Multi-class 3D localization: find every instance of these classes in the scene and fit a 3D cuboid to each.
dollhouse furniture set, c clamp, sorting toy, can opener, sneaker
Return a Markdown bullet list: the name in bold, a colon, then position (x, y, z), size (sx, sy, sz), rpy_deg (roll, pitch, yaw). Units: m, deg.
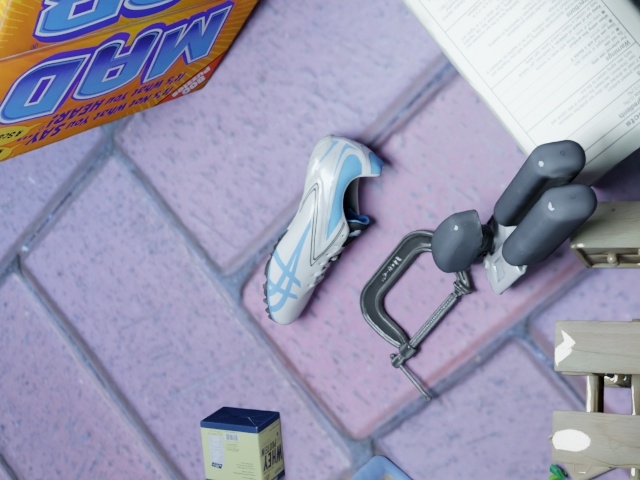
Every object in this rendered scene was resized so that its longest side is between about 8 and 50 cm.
- **dollhouse furniture set**: position (0.310, 0.092, 0.865), size (0.161, 0.212, 0.242), rpy_deg (-1, 78, 24)
- **c clamp**: position (0.112, 0.074, 1.068), size (0.137, 0.022, 0.161), rpy_deg (41, 117, 20)
- **sorting toy**: position (0.268, 0.225, 1.023), size (0.083, 0.012, 0.062), rpy_deg (-33, 90, 25)
- **can opener**: position (0.165, -0.009, 0.892), size (0.095, 0.283, 0.076), rpy_deg (-9, 75, -4)
- **sneaker**: position (0.000, 0.000, 1.073), size (0.086, 0.085, 0.237), rpy_deg (26, 115, 12)

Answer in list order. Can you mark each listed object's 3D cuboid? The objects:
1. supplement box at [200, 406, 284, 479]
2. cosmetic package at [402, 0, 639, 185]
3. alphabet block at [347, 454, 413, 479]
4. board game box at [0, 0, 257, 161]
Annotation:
- **supplement box**: position (-0.095, 0.255, 1.189), size (0.083, 0.056, 0.083), rpy_deg (1, 101, 27)
- **cosmetic package**: position (0.203, -0.207, 0.905), size (0.160, 0.113, 0.309), rpy_deg (-40, 82, 28)
- **alphabet block**: position (0.053, 0.393, 1.071), size (0.193, 0.192, 0.197), rpy_deg (40, 114, 16)
- **board game box**: position (-0.271, -0.341, 0.931), size (0.356, 0.356, 0.356), rpy_deg (51, 135, 9)
